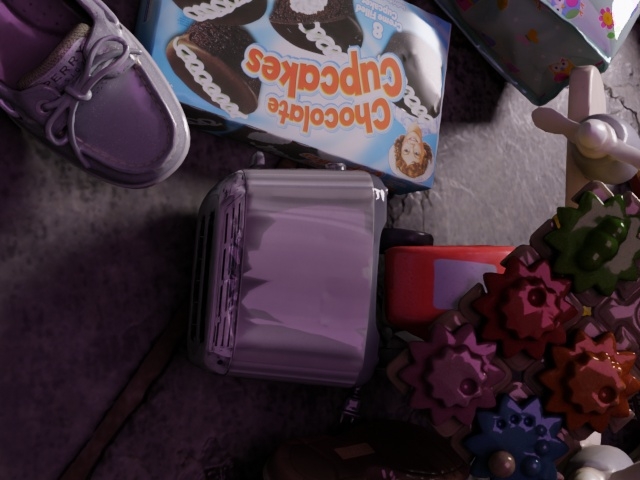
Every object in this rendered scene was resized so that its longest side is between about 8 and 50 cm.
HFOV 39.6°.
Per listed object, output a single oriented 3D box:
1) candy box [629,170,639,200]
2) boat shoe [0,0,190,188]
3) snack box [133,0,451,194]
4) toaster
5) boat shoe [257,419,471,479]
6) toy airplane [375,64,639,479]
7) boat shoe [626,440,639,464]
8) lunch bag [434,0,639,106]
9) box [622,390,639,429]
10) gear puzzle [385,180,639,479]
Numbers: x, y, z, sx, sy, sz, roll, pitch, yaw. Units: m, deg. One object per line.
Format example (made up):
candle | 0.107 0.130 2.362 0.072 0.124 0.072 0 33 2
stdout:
candy box | 0.498 -0.083 1.201 0.187 0.053 0.109 -27 98 -33
boat shoe | -0.225 -0.162 0.665 0.118 0.103 0.320 -39 105 1
snack box | -0.018 -0.174 0.856 0.322 0.060 0.187 15 77 -32
toaster | -0.032 0.039 0.768 0.146 0.129 0.227 6 85 -17
boat shoe | 0.035 0.231 0.833 0.257 0.095 0.095 10 116 -42
toy airplane | 0.262 0.071 0.873 0.384 0.272 0.386 -44 112 -33
boat shoe | 0.435 0.281 1.078 0.302 0.098 0.109 -16 92 -35
lunch bag | 0.237 -0.326 0.998 0.262 0.160 0.223 40 66 -11
box | 0.474 0.128 1.062 0.167 0.203 0.168 -15 92 -35
gear puzzle | 0.229 0.057 0.713 0.339 0.044 0.175 -42 95 -2
